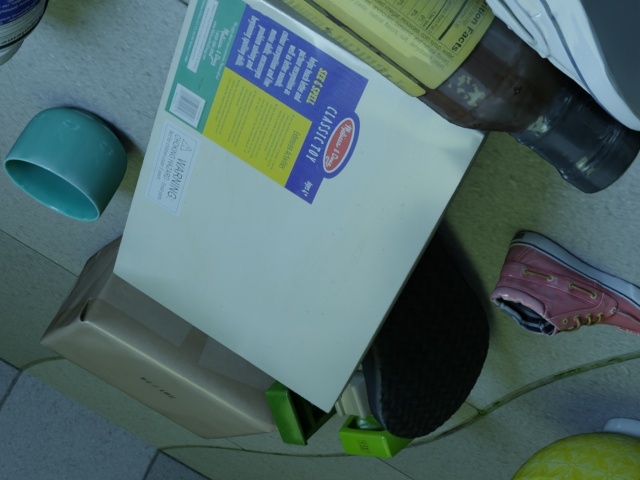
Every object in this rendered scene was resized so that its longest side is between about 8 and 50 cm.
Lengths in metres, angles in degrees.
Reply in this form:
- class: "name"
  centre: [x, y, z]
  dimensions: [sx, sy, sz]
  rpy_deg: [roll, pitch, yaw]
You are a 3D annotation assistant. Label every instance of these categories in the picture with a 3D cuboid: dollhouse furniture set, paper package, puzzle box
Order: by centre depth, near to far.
- class: "puzzle box"
  centre: [-0.032, -0.037, 1.094]
  dimensions: [0.272, 0.052, 0.409]
  rpy_deg: [33, 136, 7]
- class: "dollhouse furniture set"
  centre: [0.021, 0.114, 1.578]
  dimensions: [0.198, 0.151, 0.301]
  rpy_deg: [-2, 116, 39]
- class: "paper package"
  centre: [-0.217, 0.152, 1.796]
  dimensions: [0.325, 0.168, 0.309]
  rpy_deg: [33, 157, -15]

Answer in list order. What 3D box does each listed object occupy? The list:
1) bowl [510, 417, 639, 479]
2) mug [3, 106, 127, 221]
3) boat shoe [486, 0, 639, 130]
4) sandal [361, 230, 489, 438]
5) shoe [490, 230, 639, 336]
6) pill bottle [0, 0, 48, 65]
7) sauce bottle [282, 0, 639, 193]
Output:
- class: "bowl"
  centre: [0.382, 0.315, 1.493]
  dimensions: [0.290, 0.156, 0.289]
  rpy_deg: [22, 157, 10]
- class: "mug"
  centre: [-0.309, -0.102, 1.437]
  dimensions: [0.158, 0.097, 0.129]
  rpy_deg: [20, 157, 19]
- class: "boat shoe"
  centre: [0.154, -0.174, 0.795]
  dimensions: [0.084, 0.095, 0.258]
  rpy_deg: [1, 136, 54]
- class: "sandal"
  centre: [0.082, 0.062, 1.330]
  dimensions: [0.107, 0.168, 0.445]
  rpy_deg: [46, 165, 42]
- class: "shoe"
  centre: [0.255, 0.068, 1.197]
  dimensions: [0.178, 0.081, 0.063]
  rpy_deg: [30, 158, -6]
- class: "pill bottle"
  centre: [-0.306, -0.250, 1.040]
  dimensions: [0.153, 0.153, 0.265]
  rpy_deg: [31, 157, -9]
- class: "sauce bottle"
  centre: [0.086, -0.154, 0.868]
  dimensions: [0.344, 0.111, 0.111]
  rpy_deg: [35, 156, -18]
